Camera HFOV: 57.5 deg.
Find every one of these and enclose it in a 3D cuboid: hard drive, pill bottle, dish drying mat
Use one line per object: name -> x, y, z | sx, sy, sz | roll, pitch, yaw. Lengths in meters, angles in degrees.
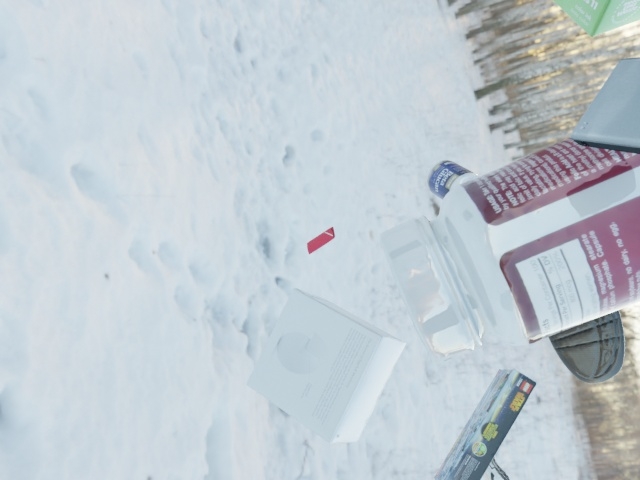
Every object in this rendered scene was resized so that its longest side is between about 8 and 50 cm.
hard drive -> 0.301, -0.124, 0.533 | 0.022, 0.094, 0.135 | 30, 7, -17
pill bottle -> 0.334, -0.126, 1.397 | 0.169, 0.094, 0.094 | 48, -15, 58
pill bottle -> 0.291, 0.000, 0.742 | 0.224, 0.392, 0.224 | -23, 90, -81
dish drying mat -> 0.000, 0.000, 1.331 | 0.008, 0.083, 0.032 | 20, 48, -44

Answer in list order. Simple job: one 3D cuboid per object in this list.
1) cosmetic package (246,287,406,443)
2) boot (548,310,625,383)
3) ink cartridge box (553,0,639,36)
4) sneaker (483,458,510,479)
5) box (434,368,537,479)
cosmetic package -> 0.013, 0.250, 1.180 | 0.138, 0.225, 0.224 | 28, 88, -56
boot -> 0.508, 0.088, 1.237 | 0.377, 0.138, 0.284 | 64, 17, 5
ink cartridge box -> 0.401, -0.415, 0.617 | 0.353, 0.207, 0.119 | 89, -24, -61
sneaker -> 0.350, 0.478, 1.225 | 0.040, 0.043, 0.109 | 25, 16, -23
box -> 0.161, 0.192, 0.579 | 0.137, 0.027, 0.094 | -57, 167, -6
